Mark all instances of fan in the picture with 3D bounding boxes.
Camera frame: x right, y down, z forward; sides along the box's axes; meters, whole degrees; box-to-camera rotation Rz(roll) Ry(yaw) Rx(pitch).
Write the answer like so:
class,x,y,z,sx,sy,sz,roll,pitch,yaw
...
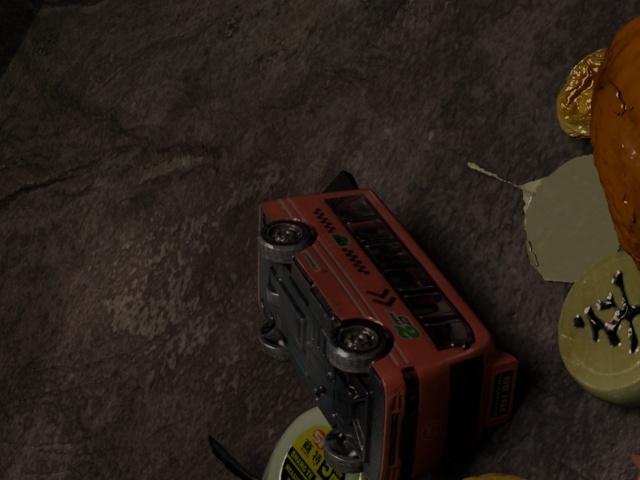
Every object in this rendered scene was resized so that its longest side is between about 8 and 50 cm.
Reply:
class,x,y,z,sx,sy,sz,roll,pitch,yaw
fan,0.296,-0.054,1.964,0.310,0.010,0.182,34,95,49

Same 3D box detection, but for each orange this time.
class,x,y,z,sx,sy,sz,roll,pitch,yaw
orange,0.446,-0.099,1.572,0.293,0.340,0.341,-14,56,19

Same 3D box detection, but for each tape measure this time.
class,x,y,z,sx,sy,sz,roll,pitch,yaw
tape measure,-0.017,0.304,2.045,0.215,0.098,0.351,-58,41,10

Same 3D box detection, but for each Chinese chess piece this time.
class,x,y,z,sx,sy,sz,roll,pitch,yaw
Chinese chess piece,0.368,0.102,1.739,0.188,0.083,0.189,-23,56,38

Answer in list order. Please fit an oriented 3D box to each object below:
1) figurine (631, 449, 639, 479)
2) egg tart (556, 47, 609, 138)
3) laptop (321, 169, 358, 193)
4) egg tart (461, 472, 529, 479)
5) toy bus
class,x,y,z,sx,sy,sz,roll,pitch,yaw
figurine,0.395,0.259,1.579,0.114,0.157,0.126,129,140,-49
egg tart,0.366,-0.189,1.930,0.130,0.052,0.130,-25,54,39
laptop,0.000,0.000,2.270,0.197,0.016,0.135,-47,42,22
egg tart,0.206,0.431,1.702,0.319,0.128,0.319,-29,49,39
toy bus,0.066,0.116,1.948,0.427,0.233,0.203,-126,31,-48
